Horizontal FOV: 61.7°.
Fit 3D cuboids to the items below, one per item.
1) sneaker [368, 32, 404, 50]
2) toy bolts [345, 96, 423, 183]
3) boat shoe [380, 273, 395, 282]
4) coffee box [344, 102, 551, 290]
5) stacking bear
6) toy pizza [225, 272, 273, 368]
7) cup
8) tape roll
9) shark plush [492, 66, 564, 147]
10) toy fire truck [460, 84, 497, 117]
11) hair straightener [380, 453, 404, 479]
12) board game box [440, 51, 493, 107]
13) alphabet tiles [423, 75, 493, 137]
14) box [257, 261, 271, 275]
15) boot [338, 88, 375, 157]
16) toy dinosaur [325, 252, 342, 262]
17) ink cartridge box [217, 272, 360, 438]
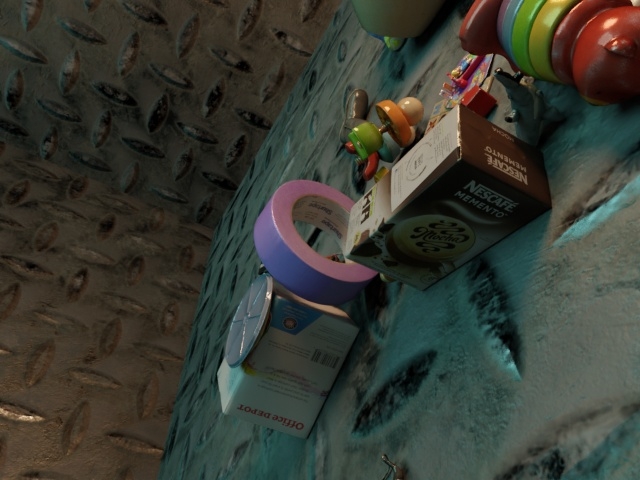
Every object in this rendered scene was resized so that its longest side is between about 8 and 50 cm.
[{"bbox_3d":[0.195,-0.680,1.663,0.091,0.126,0.240,-55,22,31],"label":"sneaker"},{"bbox_3d":[0.169,-0.196,1.184,0.158,0.218,0.228,-32,7,-1],"label":"toy bolts"},{"bbox_3d":[0.142,0.035,1.075,0.045,0.050,0.135,-49,15,49],"label":"boat shoe"},{"bbox_3d":[0.188,-0.052,0.858,0.297,0.168,0.119,-45,28,48],"label":"coffee box"},{"bbox_3d":[0.348,-0.278,0.732,0.164,0.175,0.289,-65,26,27],"label":"stacking bear"},{"bbox_3d":[-0.137,0.163,1.084,0.201,0.032,0.201,-53,23,33],"label":"toy pizza"},{"bbox_3d":[0.207,-0.677,1.415,0.331,0.331,0.237,-95,8,-56],"label":"cup"},{"bbox_3d":[0.000,0.000,1.142,0.090,0.274,0.275,-50,24,37],"label":"tape roll"},{"bbox_3d":[0.295,-0.191,0.776,0.073,0.161,0.067,39,93,36],"label":"shark plush"},{"bbox_3d":[0.255,-0.176,0.988,0.192,0.047,0.135,-50,29,29],"label":"toy fire truck"},{"bbox_3d":[0.078,0.427,0.769,0.089,0.047,0.230,-44,28,48],"label":"hair straightener"},{"bbox_3d":[0.300,-0.359,1.114,0.133,0.033,0.169,-21,45,65],"label":"board game box"},{"bbox_3d":[0.256,-0.205,1.105,0.198,0.009,0.237,-6,61,69],"label":"alphabet tiles"},{"bbox_3d":[-0.030,0.079,1.266,0.184,0.190,0.045,-25,47,64],"label":"box"},{"bbox_3d":[0.114,-0.348,1.566,0.208,0.076,0.190,-111,33,-74],"label":"boot"},{"bbox_3d":[0.026,0.053,1.343,0.082,0.090,0.047,67,-157,-72],"label":"toy dinosaur"},{"bbox_3d":[-0.081,0.249,1.186,0.270,0.198,0.197,-64,19,4],"label":"ink cartridge box"}]
